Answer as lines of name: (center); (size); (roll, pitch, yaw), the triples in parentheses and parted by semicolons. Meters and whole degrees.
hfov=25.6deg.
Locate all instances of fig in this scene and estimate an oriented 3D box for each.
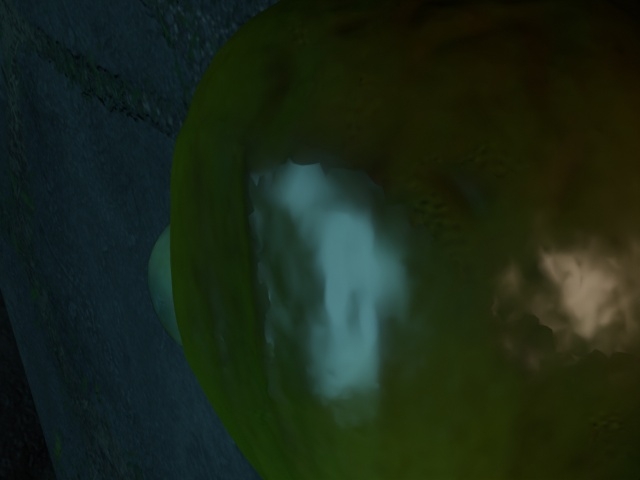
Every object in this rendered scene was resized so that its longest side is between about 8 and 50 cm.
fig: (0.082, 0.027, 0.744); (0.343, 0.343, 0.343); (43, 143, 44)

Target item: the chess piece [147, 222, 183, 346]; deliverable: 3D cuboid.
chess piece: (0.000, 0.000, 0.975); (0.144, 0.251, 0.144); (43, 143, 45)
